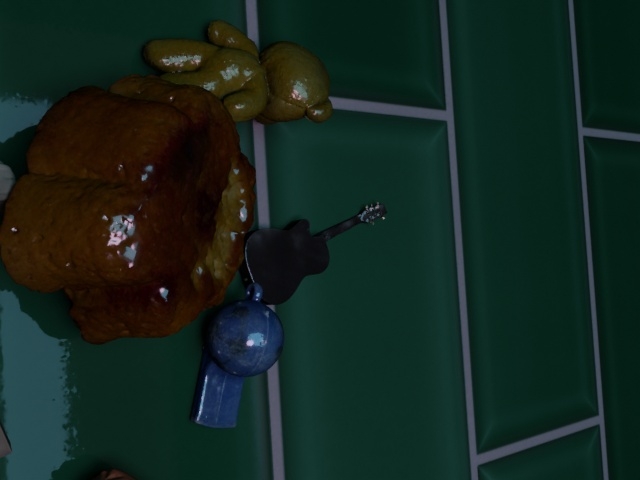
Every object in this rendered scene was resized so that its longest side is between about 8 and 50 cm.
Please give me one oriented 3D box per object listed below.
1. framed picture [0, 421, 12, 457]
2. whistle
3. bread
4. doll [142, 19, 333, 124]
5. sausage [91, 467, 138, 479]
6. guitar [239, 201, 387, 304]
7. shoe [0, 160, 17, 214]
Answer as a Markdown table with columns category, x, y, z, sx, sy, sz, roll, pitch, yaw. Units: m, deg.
| category | x | y | z | sx | sy | sz | roll | pitch | yaw |
| --- | --- | --- | --- | --- | --- | --- | --- | --- | --- |
| framed picture | -0.356 | 0.094 | 0.494 | 0.188 | 0.023 | 0.260 | -20 | 121 | -24 |
| whistle | -0.083 | 0.122 | 0.735 | 0.090 | 0.090 | 0.158 | 17 | 76 | -35 |
| bread | -0.156 | -0.028 | 0.644 | 0.232 | 0.135 | 0.247 | 66 | 35 | -51 |
| doll | -0.090 | -0.172 | 0.767 | 0.209 | 0.097 | 0.137 | 0 | 54 | -22 |
| sausage | -0.132 | 0.330 | 0.682 | 0.289 | 0.086 | 0.086 | 49 | 60 | -22 |
| guitar | 0.000 | 0.000 | 0.843 | 0.233 | 0.025 | 0.088 | -26 | 101 | -35 |
| shoe | -0.390 | -0.092 | 0.505 | 0.316 | 0.124 | 0.160 | 1 | 78 | -38 |
